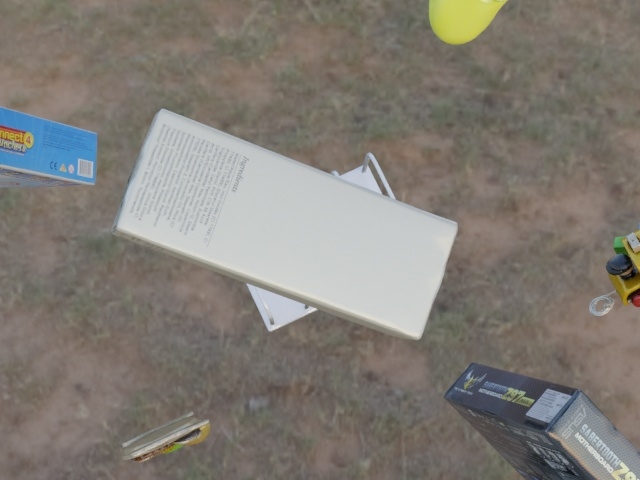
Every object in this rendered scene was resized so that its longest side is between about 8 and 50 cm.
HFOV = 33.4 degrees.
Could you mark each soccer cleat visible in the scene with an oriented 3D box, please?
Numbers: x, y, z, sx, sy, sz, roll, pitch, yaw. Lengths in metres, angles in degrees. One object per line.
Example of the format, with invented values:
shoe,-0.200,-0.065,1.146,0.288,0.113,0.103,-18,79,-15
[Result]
soccer cleat,0.213,-0.313,1.098,0.093,0.289,0.121,22,30,-32

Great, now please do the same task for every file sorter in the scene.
file sorter,0.000,0.000,1.757,0.278,0.173,0.193,-25,83,-6

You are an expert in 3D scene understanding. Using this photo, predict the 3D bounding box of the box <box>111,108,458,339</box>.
box,-0.032,-0.010,0.919,0.275,0.094,0.113,22,82,-12

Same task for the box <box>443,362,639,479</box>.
box,0.248,0.217,1.099,0.059,0.183,0.233,-46,12,-12

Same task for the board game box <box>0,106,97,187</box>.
board game box,-0.554,-0.141,1.627,0.302,0.086,0.308,0,-4,23

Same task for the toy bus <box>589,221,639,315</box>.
toy bus,0.561,0.030,1.835,0.191,0.104,0.202,6,55,45

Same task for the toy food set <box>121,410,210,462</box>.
toy food set,-0.215,0.286,1.501,0.132,0.192,0.038,-23,90,-14
